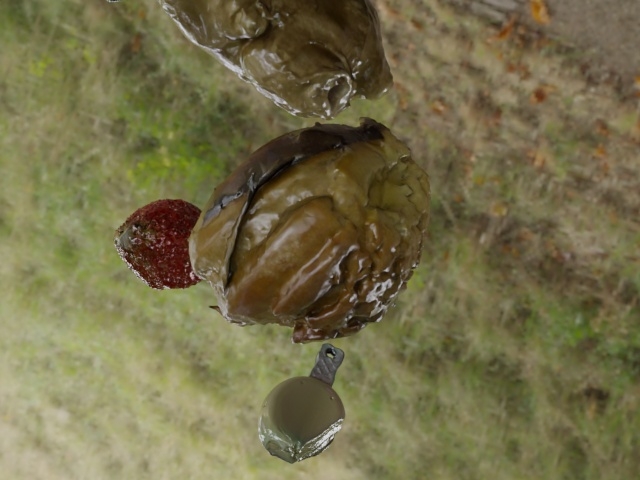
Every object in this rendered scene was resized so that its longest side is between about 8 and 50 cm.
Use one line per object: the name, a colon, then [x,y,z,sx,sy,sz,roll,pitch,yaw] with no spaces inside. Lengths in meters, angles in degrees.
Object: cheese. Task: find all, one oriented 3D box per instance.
cheese: [-0.007,0.192,1.258,0.092,0.171,0.047,42,137,12]

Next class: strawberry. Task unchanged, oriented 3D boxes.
strawberry: [-0.157,0.005,1.077,0.106,0.106,0.106,18,173,2]

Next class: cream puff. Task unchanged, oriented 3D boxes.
cream puff: [0.000,0.000,0.555,0.104,0.133,0.119,56,152,22]

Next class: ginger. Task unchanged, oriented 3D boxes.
ginger: [-0.055,-0.193,0.889,0.270,0.123,0.218,0,-131,-53]

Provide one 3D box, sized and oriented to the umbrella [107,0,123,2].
umbrella: [-0.223,-0.397,0.985,0.094,0.348,0.143,-26,-160,-26]
